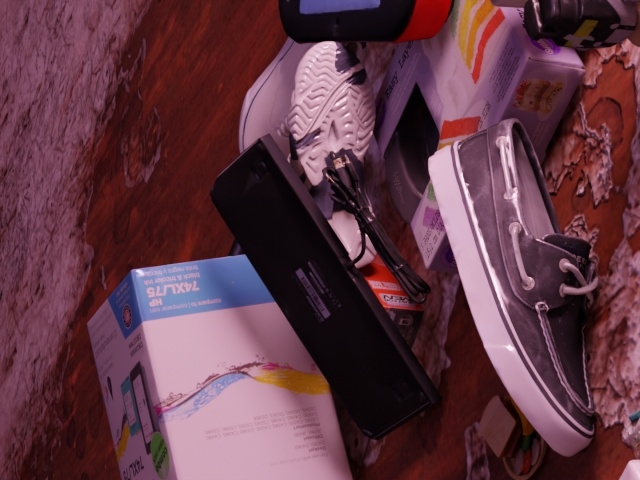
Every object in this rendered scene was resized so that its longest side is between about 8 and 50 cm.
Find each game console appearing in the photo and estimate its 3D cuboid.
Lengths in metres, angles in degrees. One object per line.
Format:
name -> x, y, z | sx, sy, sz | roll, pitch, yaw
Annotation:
game console -> 0.039, -0.368, 1.962 | 0.386, 0.060, 0.342 | -165, 73, -68

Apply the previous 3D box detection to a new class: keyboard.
keyboard -> 0.022, 0.032, 1.936 | 0.317, 0.033, 0.201 | 57, 137, 5

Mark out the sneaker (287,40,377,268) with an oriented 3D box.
sneaker -> -0.004, -0.091, 2.031 | 0.153, 0.094, 0.235 | -157, 53, -67

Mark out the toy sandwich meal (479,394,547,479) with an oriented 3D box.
toy sandwich meal -> 0.172, 0.173, 1.750 | 0.085, 0.029, 0.085 | -173, 90, -67

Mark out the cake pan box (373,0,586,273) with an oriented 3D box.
cake pan box -> 0.140, -0.135, 1.871 | 0.246, 0.070, 0.267 | -106, 31, -47

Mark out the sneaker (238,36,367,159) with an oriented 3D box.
sneaker -> -0.025, -0.161, 2.226 | 0.091, 0.094, 0.258 | -103, 30, -48

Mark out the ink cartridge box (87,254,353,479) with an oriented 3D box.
ink cartridge box -> -0.113, 0.175, 2.135 | 0.198, 0.197, 0.270 | 136, 123, -60

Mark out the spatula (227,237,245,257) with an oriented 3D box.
spatula -> -0.086, -0.064, 2.422 | 0.084, 0.030, 0.296 | 33, 113, 62

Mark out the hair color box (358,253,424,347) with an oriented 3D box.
hair color box -> 0.045, 0.068, 2.051 | 0.167, 0.053, 0.093 | -124, 47, -56

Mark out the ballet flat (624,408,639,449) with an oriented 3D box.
ballet flat -> 0.308, 0.107, 1.414 | 0.077, 0.091, 0.241 | 55, 148, 13

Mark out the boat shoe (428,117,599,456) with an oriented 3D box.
boat shoe -> 0.187, 0.033, 1.675 | 0.102, 0.108, 0.301 | -29, 60, 21

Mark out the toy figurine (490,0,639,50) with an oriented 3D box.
toy figurine -> 0.226, -0.266, 1.622 | 0.213, 0.148, 0.209 | -140, 54, -61

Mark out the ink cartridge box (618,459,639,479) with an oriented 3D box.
ink cartridge box -> 0.250, 0.324, 1.413 | 0.201, 0.117, 0.278 | -113, 37, -50
